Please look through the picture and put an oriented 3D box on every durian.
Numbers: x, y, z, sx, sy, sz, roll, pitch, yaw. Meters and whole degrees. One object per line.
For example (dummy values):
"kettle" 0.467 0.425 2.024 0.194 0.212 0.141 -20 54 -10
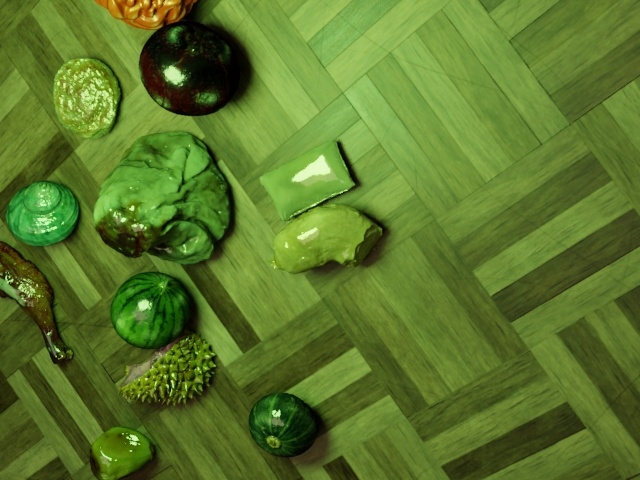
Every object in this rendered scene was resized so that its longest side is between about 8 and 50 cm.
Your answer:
"durian" -0.377 0.344 1.933 0.187 0.153 0.260 33 124 -14

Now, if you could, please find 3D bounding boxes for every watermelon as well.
"watermelon" -0.403 0.158 1.849 0.188 0.188 0.214 34 123 12

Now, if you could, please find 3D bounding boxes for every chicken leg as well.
"chicken leg" -0.796 0.153 2.074 0.158 0.096 0.407 -41 87 30

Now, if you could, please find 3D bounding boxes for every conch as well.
"conch" -0.710 -0.077 1.953 0.196 0.134 0.202 43 116 7

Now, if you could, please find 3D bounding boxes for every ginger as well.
"ginger" 0.000 0.000 1.668 0.267 0.138 0.152 -7 105 20

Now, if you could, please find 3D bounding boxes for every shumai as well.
"shumai" -0.371 -0.086 1.718 0.310 0.263 0.303 19 104 9

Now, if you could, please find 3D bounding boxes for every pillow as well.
"pillow" -0.032 -0.129 1.694 0.208 0.053 0.119 -27 93 23

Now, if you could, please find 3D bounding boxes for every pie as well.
"pie" -0.558 -0.341 1.858 0.163 0.079 0.193 6 105 12

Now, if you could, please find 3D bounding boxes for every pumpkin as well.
"pumpkin" -0.087 0.433 1.816 0.167 0.125 0.167 22 134 25

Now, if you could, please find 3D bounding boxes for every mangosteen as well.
"mangosteen" -0.290 -0.363 1.670 0.216 0.216 0.216 6 105 22

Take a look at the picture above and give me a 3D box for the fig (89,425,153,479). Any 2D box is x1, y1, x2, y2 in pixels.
"fig" -0.524 0.560 2.030 0.166 0.144 0.154 -18 130 6

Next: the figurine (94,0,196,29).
"figurine" -0.341 -0.656 1.619 0.306 0.241 0.411 4 93 16
